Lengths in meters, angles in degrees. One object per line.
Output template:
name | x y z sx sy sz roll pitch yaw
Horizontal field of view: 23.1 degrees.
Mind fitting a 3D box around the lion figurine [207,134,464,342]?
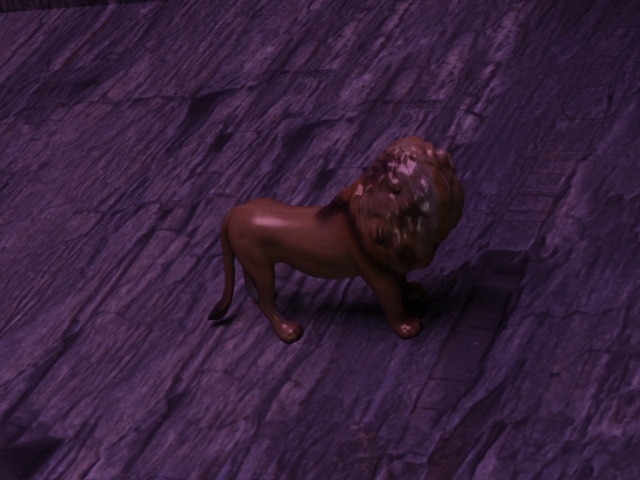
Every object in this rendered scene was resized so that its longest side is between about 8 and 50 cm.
lion figurine | 0.000 0.000 1.941 0.392 0.240 0.142 -8 36 20
